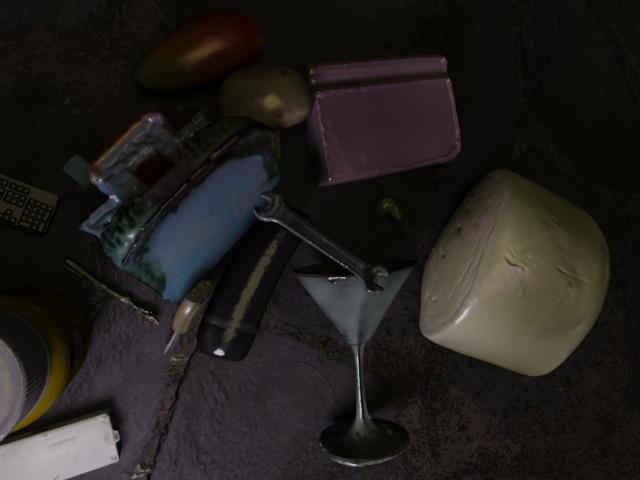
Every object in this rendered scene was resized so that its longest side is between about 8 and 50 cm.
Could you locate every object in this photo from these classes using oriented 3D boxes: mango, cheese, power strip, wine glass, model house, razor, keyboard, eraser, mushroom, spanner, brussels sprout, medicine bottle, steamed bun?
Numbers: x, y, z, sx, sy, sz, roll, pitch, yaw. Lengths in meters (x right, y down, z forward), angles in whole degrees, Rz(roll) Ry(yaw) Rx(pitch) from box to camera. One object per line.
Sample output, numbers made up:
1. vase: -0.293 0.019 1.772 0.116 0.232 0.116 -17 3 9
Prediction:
1. mango: -0.253 -0.394 0.981 0.289 0.129 0.146 -37 73 -12
2. cheese: -0.280 0.168 0.951 0.037 0.097 0.192 34 117 0
3. power strip: -0.582 0.432 0.896 0.367 0.043 0.106 -13 92 -18
4. wine glass: 0.081 0.248 1.018 0.267 0.267 0.406 -4 95 -18
5. model house: -0.314 -0.135 0.905 0.339 0.297 0.360 37 77 18
6. razor: -0.143 0.078 0.965 0.113 0.204 0.349 30 77 -13
7. keyboard: -0.706 -0.118 0.874 0.381 0.041 0.103 22 82 -16
8. eraser: 0.146 -0.290 1.111 0.359 0.122 0.272 -11 91 -17
9. mushroom: -0.118 -0.267 1.002 0.207 0.207 0.215 -11 124 -18
10. spanner: 0.000 0.000 0.881 0.302 0.017 0.071 33 65 9
11. brussels sprout: 0.171 -0.076 1.152 0.083 0.046 0.051 25 125 -22
12. medicine bottle: -0.520 0.193 0.745 0.224 0.384 0.224 1 87 -18
13. steamed bun: 0.466 0.074 1.113 0.371 0.290 0.456 23 81 -15

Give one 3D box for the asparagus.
1. asparagus: -0.432 0.108 0.966 0.233 0.022 0.023 36 34 -11
